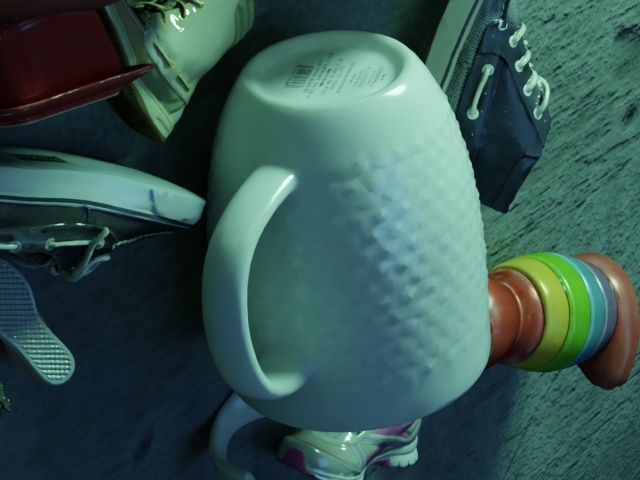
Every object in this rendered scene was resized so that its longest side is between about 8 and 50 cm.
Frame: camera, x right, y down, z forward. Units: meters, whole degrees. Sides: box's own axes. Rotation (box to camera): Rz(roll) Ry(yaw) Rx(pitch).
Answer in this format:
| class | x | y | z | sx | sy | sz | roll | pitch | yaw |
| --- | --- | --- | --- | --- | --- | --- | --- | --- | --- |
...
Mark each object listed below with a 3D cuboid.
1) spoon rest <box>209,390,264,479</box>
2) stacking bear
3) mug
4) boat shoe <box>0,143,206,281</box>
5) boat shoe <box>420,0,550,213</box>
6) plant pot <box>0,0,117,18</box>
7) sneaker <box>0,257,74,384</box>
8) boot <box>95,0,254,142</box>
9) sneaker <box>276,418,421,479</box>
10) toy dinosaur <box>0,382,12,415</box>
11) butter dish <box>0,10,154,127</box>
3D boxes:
| class | x | y | z | sx | sy | sz | roll | pitch | yaw |
| --- | --- | --- | --- | --- | --- | --- | --- | --- | --- |
| spoon rest | -0.043 | 0.166 | 2.001 | 0.276 | 0.084 | 0.137 | -54 | 148 | -38 |
| stacking bear | 0.253 | 0.097 | 2.273 | 0.289 | 0.175 | 0.164 | -2 | 115 | -44 |
| mug | 0.000 | 0.000 | 1.742 | 0.374 | 0.276 | 0.328 | -46 | 139 | -47 |
| boat shoe | -0.230 | -0.018 | 1.586 | 0.306 | 0.113 | 0.105 | 4 | 106 | -53 |
| boat shoe | 0.194 | -0.193 | 1.967 | 0.127 | 0.158 | 0.341 | -75 | -173 | -74 |
| plant pot | -0.234 | -0.279 | 1.309 | 0.243 | 0.275 | 0.275 | 2 | 110 | -64 |
| sneaker | -0.279 | 0.073 | 1.647 | 0.051 | 0.070 | 0.134 | -39 | 110 | -19 |
| boot | -0.140 | -0.207 | 1.620 | 0.165 | 0.077 | 0.213 | -51 | 149 | -18 |
| sneaker | 0.037 | 0.213 | 2.111 | 0.252 | 0.103 | 0.111 | -13 | 120 | -59 |
| toy dinosaur | -0.339 | 0.119 | 1.582 | 0.118 | 0.064 | 0.268 | -21 | 124 | -37 |
| butter dish | -0.246 | -0.159 | 1.473 | 0.160 | 0.160 | 0.118 | -25 | 107 | -44 |
